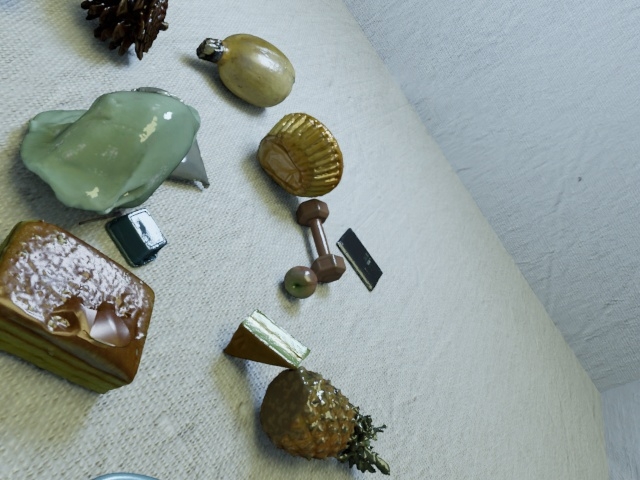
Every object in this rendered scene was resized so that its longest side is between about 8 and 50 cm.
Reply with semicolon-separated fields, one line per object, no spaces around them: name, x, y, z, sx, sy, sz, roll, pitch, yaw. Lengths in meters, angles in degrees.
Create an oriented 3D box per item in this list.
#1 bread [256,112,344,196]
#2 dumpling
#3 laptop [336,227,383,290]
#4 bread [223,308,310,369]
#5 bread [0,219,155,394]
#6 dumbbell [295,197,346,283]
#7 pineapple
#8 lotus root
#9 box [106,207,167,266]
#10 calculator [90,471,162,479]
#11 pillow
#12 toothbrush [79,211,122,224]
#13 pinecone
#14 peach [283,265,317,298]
bread;-0.049;-0.216;1.489;0.139;0.240;0.240;-39;97;-42
dumpling;-0.358;-0.156;1.003;0.320;0.269;0.212;-59;139;-83
laptop;0.120;0.054;1.692;0.180;0.016;0.129;53;29;-6
bread;-0.103;0.212;1.089;0.139;0.084;0.074;36;30;4
bread;-0.365;0.094;0.822;0.234;0.110;0.184;37;35;-31
dumbbell;0.000;0.000;1.492;0.082;0.092;0.231;62;12;-63
pineapple;0.036;0.377;1.121;0.340;0.169;0.169;38;35;-34
lotus root;-0.205;-0.483;1.566;0.309;0.182;0.183;17;48;-42
box;-0.330;-0.009;1.029;0.099;0.054;0.074;58;31;-2
calculator;-0.223;0.436;0.782;0.302;0.042;0.188;38;34;-26
pillow;-0.322;-0.236;1.254;0.169;0.059;0.255;15;50;-54
toothbrush;-0.393;-0.040;1.011;0.008;0.006;0.097;48;28;8
pinecone;-0.428;-0.510;1.236;0.207;0.207;0.208;37;35;-32
peach;-0.046;0.097;1.333;0.083;0.083;0.083;37;35;-32
